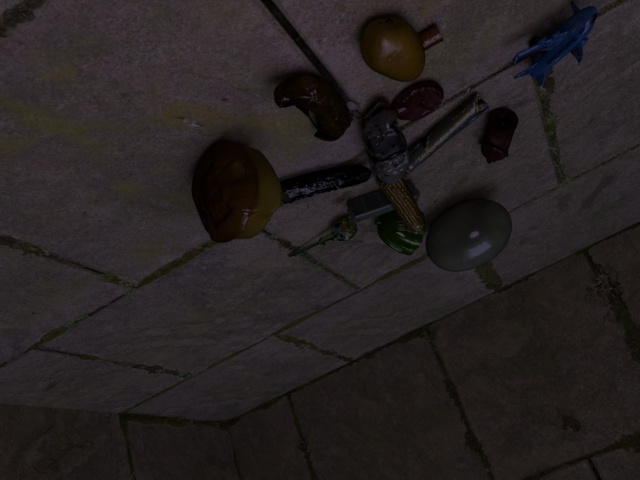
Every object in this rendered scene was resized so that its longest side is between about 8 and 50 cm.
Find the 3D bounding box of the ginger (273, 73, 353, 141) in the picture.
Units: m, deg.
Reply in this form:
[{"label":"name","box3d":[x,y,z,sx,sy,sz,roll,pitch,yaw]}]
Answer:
[{"label":"ginger","box3d":[-0.004,-0.343,1.607,0.132,0.107,0.309,-12,158,20]}]

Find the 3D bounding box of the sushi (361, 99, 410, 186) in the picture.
[{"label":"sushi","box3d":[0.191,-0.277,1.835,0.124,0.130,0.332,-20,155,6]}]

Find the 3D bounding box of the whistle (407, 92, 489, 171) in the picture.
[{"label":"whistle","box3d":[0.377,-0.332,1.941,0.068,0.057,0.326,44,120,-14]}]

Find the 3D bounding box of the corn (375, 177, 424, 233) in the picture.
[{"label":"corn","box3d":[0.267,-0.143,2.088,0.086,0.087,0.288,-27,122,13]}]

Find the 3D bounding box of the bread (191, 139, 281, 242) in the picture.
[{"label":"bread","box3d":[-0.233,-0.127,1.672,0.148,0.270,0.270,2,146,-48]}]

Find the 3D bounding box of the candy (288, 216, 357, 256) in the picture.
[{"label":"candy","box3d":[0.000,0.000,2.298,0.305,0.083,0.091,-24,156,25]}]

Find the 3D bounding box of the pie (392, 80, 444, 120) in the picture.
[{"label":"pie","box3d":[0.279,-0.397,1.778,0.154,0.036,0.154,-16,153,-9]}]

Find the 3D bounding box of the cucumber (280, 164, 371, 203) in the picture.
[{"label":"cucumber","box3d":[0.019,-0.186,1.948,0.303,0.072,0.081,-17,151,-10]}]

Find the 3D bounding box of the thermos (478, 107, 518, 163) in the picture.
[{"label":"thermos","box3d":[0.586,-0.334,2.060,0.124,0.098,0.232,-56,161,-18]}]

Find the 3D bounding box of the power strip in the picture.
[{"label":"power strip","box3d":[0.219,-0.137,2.173,0.271,0.078,0.052,-19,154,-3]}]

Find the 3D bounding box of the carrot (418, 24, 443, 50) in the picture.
[{"label":"carrot","box3d":[0.240,-0.489,1.575,0.139,0.048,0.048,-27,153,18]}]

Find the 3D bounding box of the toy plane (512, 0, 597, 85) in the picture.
[{"label":"toy plane","box3d":[0.652,-0.538,1.706,0.253,0.105,0.271,-8,149,-26]}]

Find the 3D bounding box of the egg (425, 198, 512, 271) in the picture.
[{"label":"egg","box3d":[0.580,-0.019,2.449,0.352,0.259,0.258,-26,153,20]}]

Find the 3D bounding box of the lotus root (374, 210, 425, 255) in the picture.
[{"label":"lotus root","box3d":[0.274,-0.048,2.316,0.186,0.186,0.186,-16,153,-9]}]

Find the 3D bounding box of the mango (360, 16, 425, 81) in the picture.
[{"label":"mango","box3d":[0.178,-0.456,1.509,0.137,0.098,0.195,-35,138,17]}]
